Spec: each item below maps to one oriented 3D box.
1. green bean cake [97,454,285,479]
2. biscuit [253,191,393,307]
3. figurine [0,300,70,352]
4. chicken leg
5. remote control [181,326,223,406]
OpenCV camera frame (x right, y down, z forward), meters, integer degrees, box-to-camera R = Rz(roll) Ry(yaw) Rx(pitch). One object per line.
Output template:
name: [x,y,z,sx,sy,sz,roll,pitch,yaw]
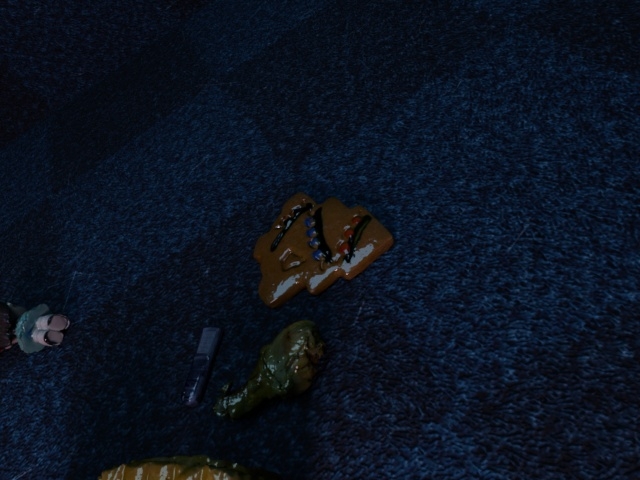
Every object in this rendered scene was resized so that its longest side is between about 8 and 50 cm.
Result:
green bean cake: [-0.158,0.372,0.619,0.224,0.230,0.131,-11,52,17]
biscuit: [-0.001,-0.001,0.947,0.301,0.043,0.278,-8,52,24]
figurine: [-0.732,0.218,1.146,0.245,0.110,0.138,0,73,22]
chicken leg: [-0.080,0.227,0.783,0.227,0.088,0.103,-41,59,-10]
remote control: [-0.226,0.237,0.899,0.043,0.027,0.152,-10,49,28]
